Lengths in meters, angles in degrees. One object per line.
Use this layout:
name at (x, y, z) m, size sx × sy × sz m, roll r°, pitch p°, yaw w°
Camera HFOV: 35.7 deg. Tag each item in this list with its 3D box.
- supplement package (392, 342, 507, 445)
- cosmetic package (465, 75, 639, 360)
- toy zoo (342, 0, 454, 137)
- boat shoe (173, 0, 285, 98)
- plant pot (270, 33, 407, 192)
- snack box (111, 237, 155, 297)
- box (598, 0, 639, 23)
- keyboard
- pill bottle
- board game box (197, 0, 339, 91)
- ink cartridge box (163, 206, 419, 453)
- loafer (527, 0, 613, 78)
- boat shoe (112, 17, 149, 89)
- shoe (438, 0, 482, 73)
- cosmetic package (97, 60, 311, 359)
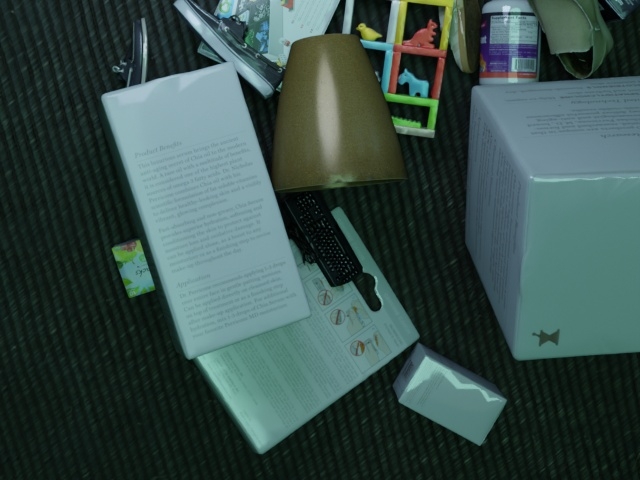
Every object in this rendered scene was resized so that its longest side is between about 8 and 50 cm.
supplement package at (0.241, 0.288, 1.873) m, size 0.179 × 0.105 × 0.105 m, roll 29°, pitch 95°, yaw -6°
cosmetic package at (0.440, -0.050, 1.651) m, size 0.328 × 0.393 × 0.329 m, roll -3°, pitch 120°, yaw -3°
toy zoo at (0.131, -0.341, 1.781) m, size 0.192 × 0.030 × 0.293 m, roll 9°, pitch 105°, yaw 6°
boat shoe at (-0.150, -0.347, 1.721) m, size 0.228 × 0.080 × 0.076 m, roll 43°, pitch 89°, yaw -8°
plant pot at (0.018, -0.218, 1.711) m, size 0.237 × 0.237 × 0.254 m, roll -6°, pitch 91°, yaw -2°
snack box at (-0.301, 0.036, 1.840) m, size 0.141 × 0.037 × 0.100 m, roll -18°, pitch 100°, yaw -1°
box at (0.551, -0.491, 1.755) m, size 0.207 × 0.153 × 0.108 m, roll -42°, pitch 98°, yaw 4°
keyboard at (0.000, 0.000, 1.824) m, size 0.100 × 0.038 × 0.192 m, roll -34°, pitch 96°, yaw -17°
pill bottle at (0.341, -0.372, 1.783) m, size 0.108 × 0.108 × 0.193 m, roll 1°, pitch 98°, yaw -3°
board game box at (-0.069, -0.433, 1.778) m, size 0.193 × 0.053 × 0.305 m, roll 26°, pitch 96°, yaw -6°
ink cartridge box at (-0.050, 0.164, 1.869) m, size 0.385 × 0.091 × 0.308 m, roll -34°, pitch 98°, yaw -15°
loafer at (0.435, -0.372, 1.728) m, size 0.268 × 0.102 × 0.092 m, roll 34°, pitch 67°, yaw -45°
boat shoe at (-0.340, -0.294, 1.773) m, size 0.065 × 0.075 × 0.206 m, roll 4°, pitch 103°, yaw -7°
shoe at (0.250, -0.411, 1.802) m, size 0.058 × 0.077 × 0.219 m, roll 1°, pitch 103°, yaw 39°
cosmetic package at (-0.201, -0.050, 1.700) m, size 0.230 × 0.161 × 0.453 m, roll -18°, pitch 94°, yaw -15°
